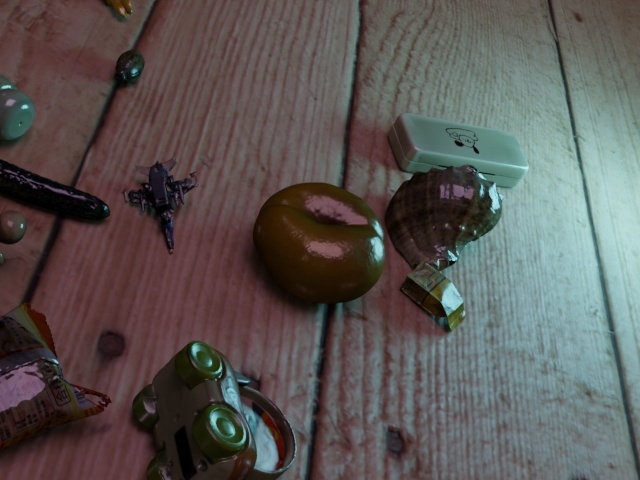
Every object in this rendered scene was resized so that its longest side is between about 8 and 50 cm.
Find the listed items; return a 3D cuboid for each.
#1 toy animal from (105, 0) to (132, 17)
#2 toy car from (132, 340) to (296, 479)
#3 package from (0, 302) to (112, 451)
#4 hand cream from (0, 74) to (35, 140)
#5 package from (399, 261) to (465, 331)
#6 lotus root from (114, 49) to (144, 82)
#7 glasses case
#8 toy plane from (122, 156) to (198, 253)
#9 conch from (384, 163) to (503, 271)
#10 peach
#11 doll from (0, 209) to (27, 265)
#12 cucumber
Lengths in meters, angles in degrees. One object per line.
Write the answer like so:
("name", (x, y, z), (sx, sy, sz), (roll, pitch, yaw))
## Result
("toy animal", (-0.456, -0.544, 2.019), (0.159, 0.083, 0.070), (56, 20, 13))
("toy car", (-0.135, 0.268, 1.335), (0.235, 0.145, 0.235), (34, 29, -22))
("package", (-0.455, 0.191, 1.235), (0.288, 0.108, 0.223), (-21, 59, -38))
("hand cream", (-0.638, -0.291, 1.631), (0.306, 0.093, 0.147), (37, 40, 12))
("package", (0.219, 0.104, 1.743), (0.131, 0.047, 0.071), (41, 39, 17))
("lotus root", (-0.384, -0.347, 1.858), (0.049, 0.054, 0.099), (9, 39, 9))
("glasses case", (0.312, -0.202, 2.087), (0.312, 0.070, 0.131), (7, 46, -23))
("toy plane", (-0.277, -0.065, 1.627), (0.135, 0.062, 0.188), (-12, 53, -2))
("conch", (0.258, -0.070, 1.856), (0.210, 0.159, 0.291), (31, 43, 0))
("peach", (0.000, 0.000, 1.653), (0.251, 0.153, 0.251), (22, 37, -17))
("doll", (-0.563, 0.007, 1.328), (0.196, 0.152, 0.256), (24, 44, 14))
("cucumber", (-0.456, -0.079, 1.551), (0.214, 0.052, 0.058), (21, 13, -11))
